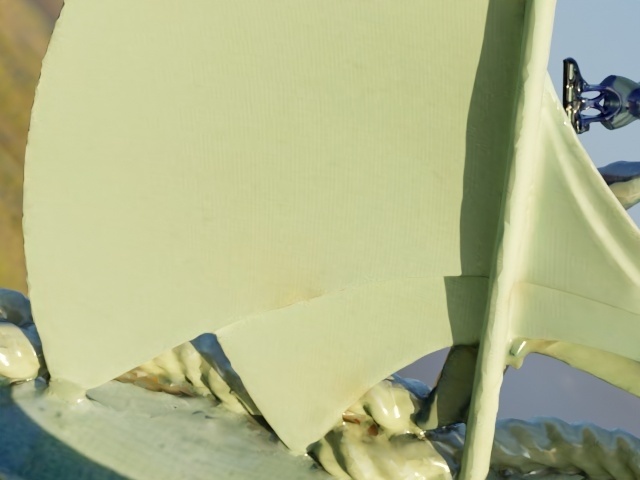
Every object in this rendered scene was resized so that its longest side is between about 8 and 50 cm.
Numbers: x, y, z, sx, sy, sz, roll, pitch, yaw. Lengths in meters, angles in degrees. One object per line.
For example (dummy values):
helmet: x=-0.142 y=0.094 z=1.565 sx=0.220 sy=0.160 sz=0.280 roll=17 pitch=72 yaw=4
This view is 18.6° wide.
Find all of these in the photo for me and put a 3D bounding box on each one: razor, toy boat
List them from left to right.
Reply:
toy boat: x=0.026 y=0.016 z=0.412 sx=0.210 sy=0.291 sz=0.070 roll=25 pitch=47 yaw=-9
razor: x=0.162 y=-0.068 z=0.920 sx=0.028 sy=0.044 sz=0.154 roll=9 pitch=13 yaw=38
